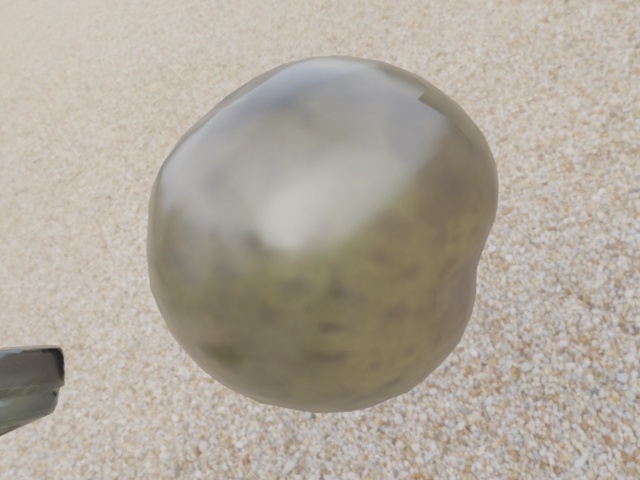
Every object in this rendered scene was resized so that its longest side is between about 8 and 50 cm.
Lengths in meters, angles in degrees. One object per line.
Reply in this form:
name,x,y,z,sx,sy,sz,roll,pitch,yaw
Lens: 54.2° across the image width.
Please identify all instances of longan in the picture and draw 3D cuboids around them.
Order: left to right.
longan,0.000,0.000,0.691,0.404,0.404,0.336,-18,27,18

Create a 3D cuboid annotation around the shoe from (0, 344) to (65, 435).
shoe,-0.267,0.144,0.294,0.293,0.149,0.109,-9,-10,-27
